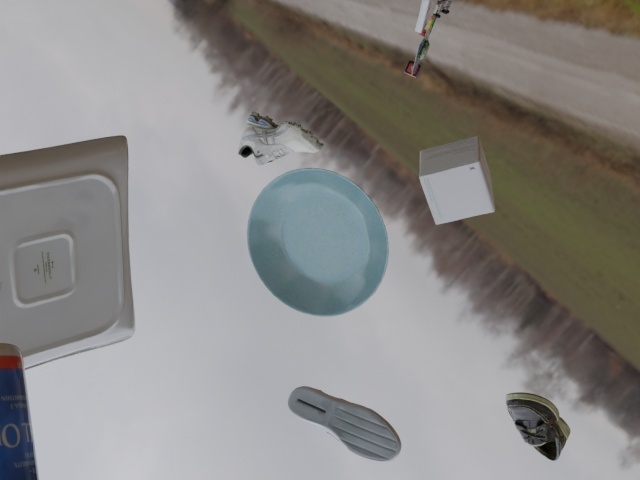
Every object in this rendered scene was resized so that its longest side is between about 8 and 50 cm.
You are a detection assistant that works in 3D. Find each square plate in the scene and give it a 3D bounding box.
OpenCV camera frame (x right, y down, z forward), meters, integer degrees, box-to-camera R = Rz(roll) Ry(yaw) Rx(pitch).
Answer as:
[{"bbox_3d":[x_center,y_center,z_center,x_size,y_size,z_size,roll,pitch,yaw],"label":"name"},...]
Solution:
[{"bbox_3d":[-0.417,0.038,1.385,0.344,0.347,0.049,-17,-154,-42],"label":"square plate"}]

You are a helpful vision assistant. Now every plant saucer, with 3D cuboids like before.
[{"bbox_3d":[0.000,0.000,1.201,0.195,0.195,0.037,41,-155,8],"label":"plant saucer"}]

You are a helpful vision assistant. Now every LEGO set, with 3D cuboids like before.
[{"bbox_3d":[0.161,-0.352,1.400,0.060,0.182,0.244,26,157,9],"label":"LEGO set"}]

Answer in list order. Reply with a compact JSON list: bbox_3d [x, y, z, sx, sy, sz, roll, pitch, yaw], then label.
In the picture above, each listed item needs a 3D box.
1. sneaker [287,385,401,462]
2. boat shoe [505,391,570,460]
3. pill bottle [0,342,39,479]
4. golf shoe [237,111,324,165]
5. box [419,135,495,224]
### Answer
[{"bbox_3d":[0.058,0.364,1.894,0.258,0.094,0.091,27,180,28],"label":"sneaker"},{"bbox_3d":[0.412,0.354,1.774,0.080,0.073,0.223,-7,147,33],"label":"boat shoe"},{"bbox_3d":[-0.291,0.202,0.761,0.124,0.124,0.221,21,-124,-73],"label":"pill bottle"},{"bbox_3d":[-0.068,-0.155,1.563,0.176,0.086,0.069,18,166,46],"label":"golf shoe"},{"bbox_3d":[0.220,-0.096,1.515,0.087,0.102,0.101,-81,-27,-55],"label":"box"}]
